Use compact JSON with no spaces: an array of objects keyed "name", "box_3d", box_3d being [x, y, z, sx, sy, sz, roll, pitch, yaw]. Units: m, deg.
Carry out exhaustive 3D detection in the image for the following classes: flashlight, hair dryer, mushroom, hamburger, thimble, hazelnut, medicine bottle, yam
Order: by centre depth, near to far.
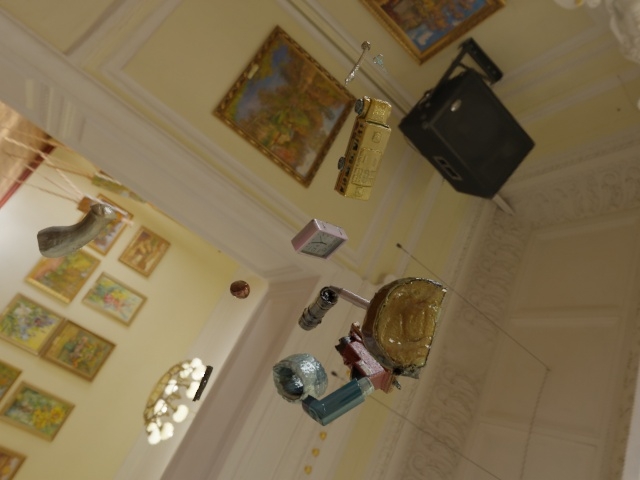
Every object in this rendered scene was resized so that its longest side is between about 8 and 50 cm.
[{"name":"mushroom","box_3d":[-0.666,-0.026,1.296,0.223,0.092,0.081,-27,168,2]},{"name":"hamburger","box_3d":[0.229,0.236,1.343,0.132,0.211,0.309,80,31,-64]},{"name":"hair dryer","box_3d":[0.131,0.198,1.553,0.053,0.220,0.195,-61,178,-4]},{"name":"yam","box_3d":[-0.396,0.483,1.579,0.033,0.027,0.129,-21,-143,42]},{"name":"medicine bottle","box_3d":[0.066,0.577,1.712,0.258,0.079,0.124,-25,-154,-15]},{"name":"mushroom","box_3d":[0.130,-0.649,1.771,0.043,0.068,0.306,13,-123,18]},{"name":"hazelnut","box_3d":[-0.334,0.206,1.946,0.086,0.086,0.086,-44,-157,23]},{"name":"thimble","box_3d":[-0.101,0.619,2.114,0.250,0.172,0.205,30,-66,34]},{"name":"flashlight","box_3d":[-0.014,0.310,2.132,0.103,0.103,0.424,-66,-177,-30]}]

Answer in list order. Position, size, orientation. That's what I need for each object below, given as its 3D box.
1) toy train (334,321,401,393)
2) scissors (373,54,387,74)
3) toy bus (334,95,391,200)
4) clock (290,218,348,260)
[{"name":"toy train","box_3d":[0.215,0.541,2.107,0.369,0.232,0.163,45,-45,41]},{"name":"scissors","box_3d":[0.208,-0.590,1.589,0.036,0.083,0.006,-28,-135,21]},{"name":"toy bus","box_3d":[0.150,-0.306,1.592,0.123,0.121,0.335,-123,-134,-60]},{"name":"clock","box_3d":[0.000,0.000,1.882,0.150,0.197,0.063,-44,-126,24]}]
